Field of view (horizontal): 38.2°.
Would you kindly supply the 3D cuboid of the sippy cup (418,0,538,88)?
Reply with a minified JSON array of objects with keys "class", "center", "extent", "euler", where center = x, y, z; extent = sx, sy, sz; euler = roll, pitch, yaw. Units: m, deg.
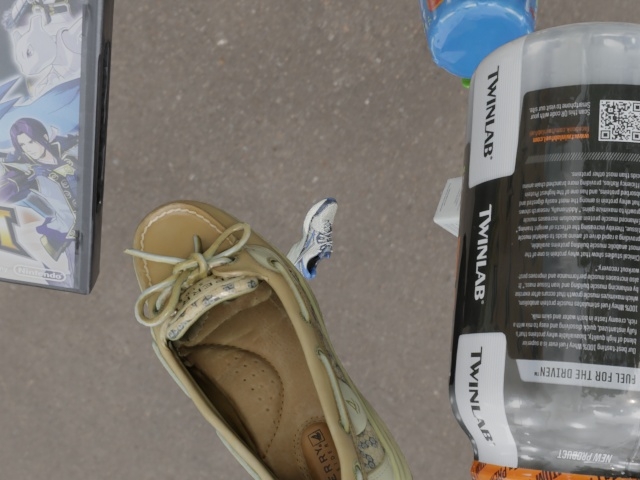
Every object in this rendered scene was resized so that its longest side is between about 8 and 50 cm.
[{"class":"sippy cup","center":[0.262,-0.395,1.530],"extent":[0.240,0.224,0.305],"euler":[-26,132,35]}]

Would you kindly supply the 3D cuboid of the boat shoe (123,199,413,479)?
[{"class":"boat shoe","center":[-0.044,0.065,0.584],"extent":[0.285,0.104,0.089],"euler":[48,178,31]}]

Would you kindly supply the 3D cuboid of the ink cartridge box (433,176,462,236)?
[{"class":"ink cartridge box","center":[0.313,-0.042,1.500],"extent":[0.153,0.086,0.208],"euler":[32,160,-29]}]

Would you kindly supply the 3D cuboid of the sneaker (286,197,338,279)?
[{"class":"sneaker","center":[0.000,0.000,1.418],"extent":[0.058,0.052,0.135],"euler":[37,110,37]}]

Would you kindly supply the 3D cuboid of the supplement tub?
[{"class":"supplement tub","center":[0.114,0.017,0.386],"extent":[0.117,0.190,0.117],"euler":[6,169,1]}]

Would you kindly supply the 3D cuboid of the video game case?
[{"class":"video game case","center":[-0.274,-0.093,0.586],"extent":[0.275,0.035,0.248],"euler":[10,122,-3]}]
